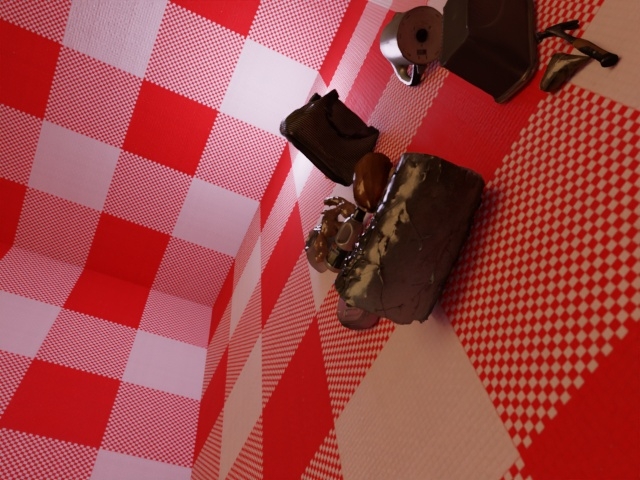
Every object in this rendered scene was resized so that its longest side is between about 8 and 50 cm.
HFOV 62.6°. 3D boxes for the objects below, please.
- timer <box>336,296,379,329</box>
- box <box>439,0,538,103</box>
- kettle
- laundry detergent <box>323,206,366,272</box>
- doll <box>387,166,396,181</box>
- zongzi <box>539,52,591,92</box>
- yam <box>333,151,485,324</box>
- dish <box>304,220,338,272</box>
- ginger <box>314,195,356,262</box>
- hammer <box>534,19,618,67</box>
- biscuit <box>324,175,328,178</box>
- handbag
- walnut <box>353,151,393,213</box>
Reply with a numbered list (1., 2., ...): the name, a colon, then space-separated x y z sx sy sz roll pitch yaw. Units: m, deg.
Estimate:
1. timer: 0.116 0.142 1.469 0.190 0.069 0.209 -28 44 62
2. box: 0.372 -0.462 1.172 0.138 0.178 0.274 -45 30 53
3. kettle: 0.286 -0.618 1.688 0.255 0.165 0.241 -123 27 -70
4. laundry detergent: 0.087 -0.007 1.730 0.226 0.070 0.099 -62 10 20
5. doll: 0.236 -0.195 1.510 0.093 0.051 0.062 -42 25 55
6. zongzi: 0.459 -0.310 0.986 0.083 0.040 0.076 42 119 53
7. yam: 0.192 -0.007 1.129 0.349 0.240 0.241 -64 17 4
8. dish: 0.000 0.000 1.963 0.228 0.086 0.236 -71 17 -4
9. ginger: 0.046 -0.042 1.838 0.149 0.065 0.259 -1 64 41
10. hammer: 0.476 -0.361 0.960 0.078 0.021 0.201 -24 38 5
11. biscuit: 0.086 -0.368 2.215 0.249 0.030 0.160 -33 40 63
12. handbag: 0.038 -0.379 1.918 0.240 0.340 0.247 -53 19 -3
13. walnut: 0.158 -0.179 1.593 0.137 0.137 0.245 -50 17 48
